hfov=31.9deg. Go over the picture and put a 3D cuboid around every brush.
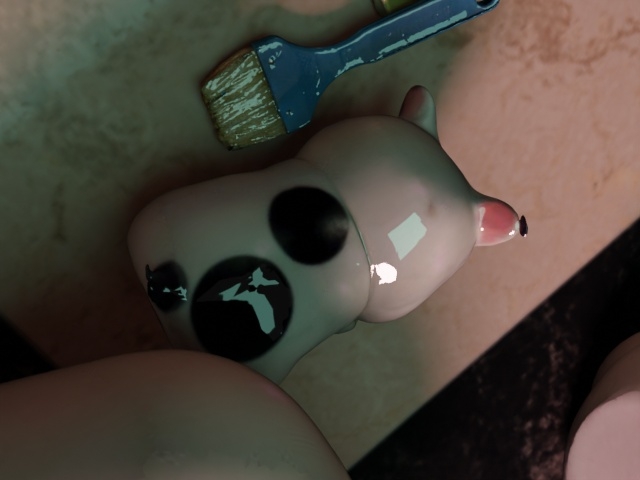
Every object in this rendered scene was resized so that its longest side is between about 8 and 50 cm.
[{"bbox_3d":[0.018,-0.096,0.568,0.164,0.014,0.051,-25,123,-6],"label":"brush"}]

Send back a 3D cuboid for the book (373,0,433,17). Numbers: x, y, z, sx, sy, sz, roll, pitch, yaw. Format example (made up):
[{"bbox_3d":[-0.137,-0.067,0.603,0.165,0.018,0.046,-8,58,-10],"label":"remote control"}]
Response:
[{"bbox_3d":[0.067,-0.228,0.544,0.168,0.013,0.192,-32,122,-10],"label":"book"}]

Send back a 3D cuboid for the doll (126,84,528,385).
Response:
[{"bbox_3d":[-0.006,0.004,0.557,0.180,0.107,0.110,-24,77,-21],"label":"doll"}]

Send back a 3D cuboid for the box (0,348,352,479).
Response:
[{"bbox_3d":[-0.086,0.210,0.544,0.288,0.141,0.349,-14,124,21],"label":"box"}]

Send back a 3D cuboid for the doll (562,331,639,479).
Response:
[{"bbox_3d":[0.281,0.147,0.713,0.221,0.221,0.251,-8,142,-22],"label":"doll"}]
